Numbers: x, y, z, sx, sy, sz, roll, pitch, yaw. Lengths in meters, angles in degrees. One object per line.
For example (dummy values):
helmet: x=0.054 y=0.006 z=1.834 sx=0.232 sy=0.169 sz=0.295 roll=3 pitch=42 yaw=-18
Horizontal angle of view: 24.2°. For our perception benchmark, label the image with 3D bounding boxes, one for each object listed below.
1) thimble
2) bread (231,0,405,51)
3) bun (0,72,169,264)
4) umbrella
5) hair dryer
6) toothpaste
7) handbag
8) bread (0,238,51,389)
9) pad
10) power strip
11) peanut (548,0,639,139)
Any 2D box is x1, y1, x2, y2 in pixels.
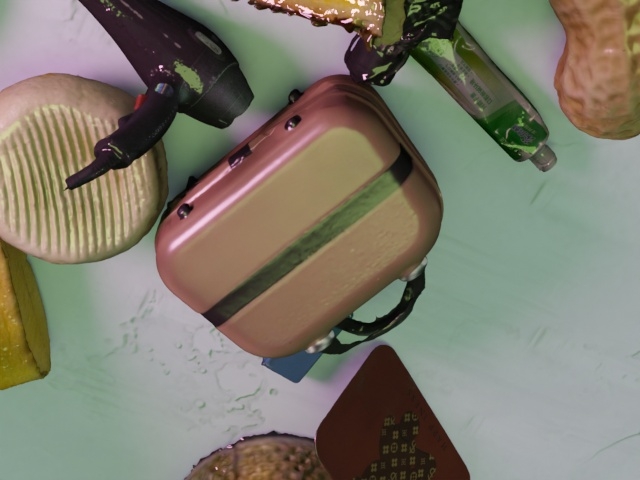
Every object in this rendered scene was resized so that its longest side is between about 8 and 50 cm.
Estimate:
thimble: x=-0.053 y=0.390 z=1.859 sx=0.271 sy=0.150 sz=0.271 roll=-2 pitch=120 yaw=-4
bread: x=-0.008 y=-0.320 z=1.461 sx=0.262 sy=0.162 sz=0.204 roll=23 pitch=122 yaw=15
bun: x=-0.270 y=-0.082 z=1.590 sx=0.222 sy=0.127 sz=0.222 roll=-8 pitch=115 yaw=-18
umbrella: x=0.138 y=-0.290 z=1.498 sx=0.128 sy=0.154 sz=0.336 roll=-13 pitch=131 yaw=-48
hair dryer: x=-0.197 y=-0.151 z=1.486 sx=0.235 sy=0.271 sz=0.091 roll=41 pitch=133 yaw=-15
toothpaste: x=0.177 y=-0.165 z=1.632 sx=0.078 sy=0.047 sz=0.248 roll=-39 pitch=114 yaw=17
handbag: x=0.000 y=0.000 z=1.636 sx=0.302 sy=0.149 sz=0.283 roll=-38 pitch=111 yaw=13
bread: x=-0.370 y=0.059 z=1.671 sx=0.094 sy=0.102 sz=0.245 roll=-11 pitch=121 yaw=-2
pad: x=0.093 y=0.271 z=1.816 sx=0.004 sy=0.181 sz=0.267 roll=-1 pitch=131 yaw=45
power strip: x=-0.017 y=0.113 z=1.774 sx=0.056 sy=0.032 sz=0.123 roll=30 pitch=112 yaw=-20
peanut: x=0.304 y=-0.243 z=1.548 sx=0.153 sy=0.140 sz=0.325 roll=6 pitch=125 yaw=12
